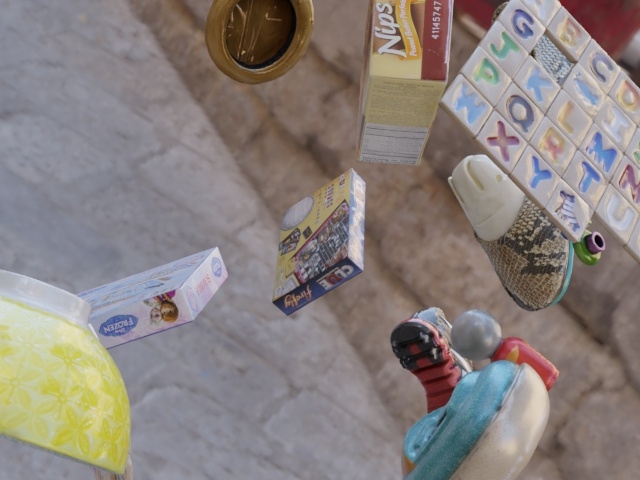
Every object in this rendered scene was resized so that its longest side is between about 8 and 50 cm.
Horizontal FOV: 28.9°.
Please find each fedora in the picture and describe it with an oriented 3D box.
[{"bbox_3d":[-0.105,-0.353,2.013,0.194,0.194,0.079,24,14,-28],"label":"fedora"}]

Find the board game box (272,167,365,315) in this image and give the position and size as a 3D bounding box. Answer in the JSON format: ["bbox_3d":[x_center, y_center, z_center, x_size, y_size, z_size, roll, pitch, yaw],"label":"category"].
[{"bbox_3d":[0.000,0.000,2.116,0.042,0.165,0.243,43,30,-28],"label":"board game box"}]

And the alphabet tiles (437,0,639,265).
[{"bbox_3d":[0.218,-0.087,1.029,0.237,0.009,0.198,44,50,-10],"label":"alphabet tiles"}]

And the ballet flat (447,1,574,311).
[{"bbox_3d":[0.271,-0.138,1.794,0.182,0.164,0.483,22,62,-25],"label":"ballet flat"}]

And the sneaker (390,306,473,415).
[{"bbox_3d":[0.217,0.229,2.078,0.276,0.097,0.135,62,34,-15],"label":"sneaker"}]

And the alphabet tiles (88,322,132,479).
[{"bbox_3d":[-0.336,0.275,1.892,0.021,0.284,0.278,-11,33,-21],"label":"alphabet tiles"}]

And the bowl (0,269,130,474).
[{"bbox_3d":[-0.312,0.121,1.264,0.289,0.156,0.289,18,-14,5],"label":"bowl"}]

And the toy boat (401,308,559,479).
[{"bbox_3d":[0.184,0.210,1.517,0.148,0.267,0.318,34,40,5],"label":"toy boat"}]

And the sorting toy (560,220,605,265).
[{"bbox_3d":[0.341,-0.020,1.590,0.061,0.042,0.102,-15,80,-46],"label":"sorting toy"}]

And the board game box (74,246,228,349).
[{"bbox_3d":[-0.346,0.121,2.201,0.318,0.318,0.066,-60,131,-76],"label":"board game box"}]

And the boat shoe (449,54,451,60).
[{"bbox_3d":[0.188,-0.274,2.078,0.045,0.135,0.050,10,-39,38],"label":"boat shoe"}]

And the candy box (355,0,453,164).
[{"bbox_3d":[0.093,-0.215,1.412,0.087,0.183,0.316,5,-12,1],"label":"candy box"}]
